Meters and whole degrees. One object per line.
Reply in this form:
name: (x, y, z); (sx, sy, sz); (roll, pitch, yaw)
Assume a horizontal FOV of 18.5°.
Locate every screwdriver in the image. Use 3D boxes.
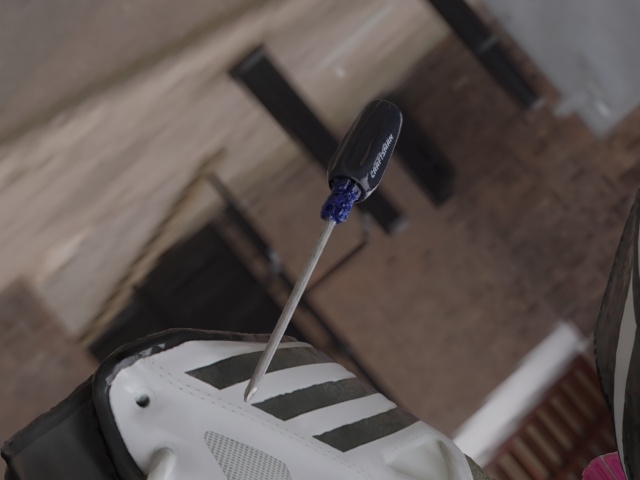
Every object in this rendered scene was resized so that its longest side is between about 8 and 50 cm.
screwdriver: (0.000, 0.000, 0.822); (0.025, 0.024, 0.170); (98, 14, -47)

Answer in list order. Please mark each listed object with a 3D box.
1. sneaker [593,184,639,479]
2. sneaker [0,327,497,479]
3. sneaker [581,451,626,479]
sneaker: (0.134, -0.017, 0.570); (0.135, 0.098, 0.276); (122, -26, -80)
sneaker: (-0.059, 0.206, 0.777); (0.169, 0.257, 0.447); (-46, -170, 38)
sneaker: (0.270, 0.208, 1.584); (0.111, 0.103, 0.252); (-25, 170, -20)
